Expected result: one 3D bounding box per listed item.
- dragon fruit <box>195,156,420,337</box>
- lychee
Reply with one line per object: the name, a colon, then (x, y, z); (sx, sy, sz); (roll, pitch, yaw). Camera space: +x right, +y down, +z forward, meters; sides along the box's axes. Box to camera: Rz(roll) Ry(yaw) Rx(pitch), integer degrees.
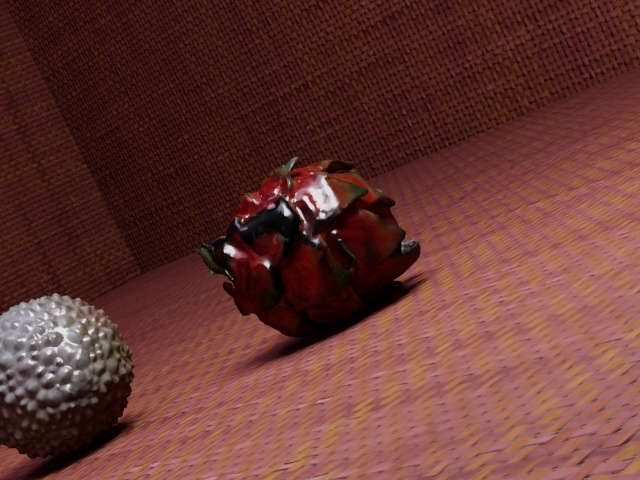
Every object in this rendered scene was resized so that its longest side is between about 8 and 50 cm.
dragon fruit: (-0.006, 0.004, 1.401); (0.188, 0.182, 0.182); (-50, 16, -28)
lychee: (-0.268, 0.132, 1.411); (0.165, 0.165, 0.197); (-27, 26, -16)
